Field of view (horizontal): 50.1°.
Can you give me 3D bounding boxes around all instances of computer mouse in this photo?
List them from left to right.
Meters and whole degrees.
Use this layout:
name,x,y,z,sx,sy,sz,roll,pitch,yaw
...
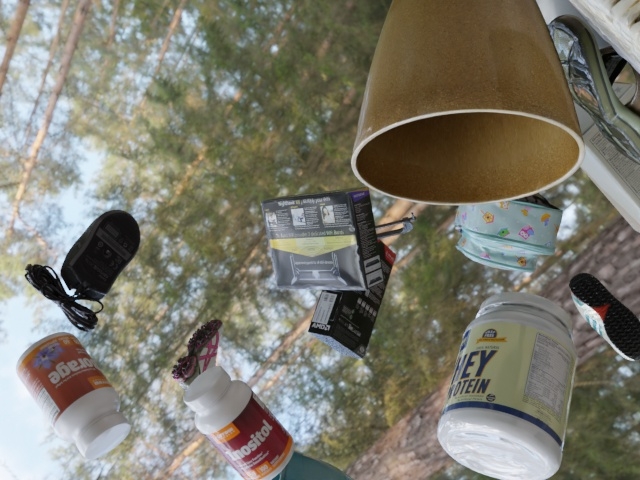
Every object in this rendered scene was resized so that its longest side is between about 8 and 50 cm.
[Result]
name,x,y,z,sx,sy,sz,roll,pitch,yaw
computer mouse,-0.500,0.044,1.484,0.188,0.072,0.272,52,-129,-27

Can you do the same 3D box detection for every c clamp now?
name,x,y,z,sx,sy,sz,roll,pitch,yaw
c clamp,0.181,-0.037,1.812,0.137,0.161,0.022,38,-141,-65

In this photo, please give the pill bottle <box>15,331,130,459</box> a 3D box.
name,x,y,z,sx,sy,sz,roll,pitch,yaw
pill bottle,-0.436,0.277,1.221,0.216,0.121,0.121,44,-146,22

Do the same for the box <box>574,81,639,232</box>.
name,x,y,z,sx,sy,sz,roll,pitch,yaw
box,0.610,-0.151,1.331,0.311,0.148,0.121,44,-175,-19

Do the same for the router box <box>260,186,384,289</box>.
name,x,y,z,sx,sy,sz,roll,pitch,yaw
router box,0.000,0.000,1.736,0.081,0.309,0.242,-20,-77,-47

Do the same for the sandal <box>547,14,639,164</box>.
name,x,y,z,sx,sy,sz,roll,pitch,yaw
sandal,0.382,-0.194,0.881,0.303,0.086,0.120,33,-161,-37

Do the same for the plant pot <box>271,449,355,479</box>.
name,x,y,z,sx,sy,sz,roll,pitch,yaw
plant pot,-0.009,0.624,1.533,0.255,0.271,0.271,19,-142,-9

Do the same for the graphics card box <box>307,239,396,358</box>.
name,x,y,z,sx,sy,sz,roll,pitch,yaw
graphics card box,0.107,0.162,2.155,0.233,0.094,0.370,40,-118,-50

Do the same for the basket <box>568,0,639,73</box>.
name,x,y,z,sx,sy,sz,roll,pitch,yaw
basket,0.412,-0.234,0.542,0.331,0.328,0.266,28,-150,-29

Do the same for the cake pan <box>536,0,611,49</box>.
name,x,y,z,sx,sy,sz,roll,pitch,yaw
cake pan,0.379,-0.346,1.007,0.293,0.054,0.293,18,-149,-11

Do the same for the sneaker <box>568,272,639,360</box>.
name,x,y,z,sx,sy,sz,roll,pitch,yaw
sneaker,0.467,0.126,1.111,0.161,0.057,0.075,56,-175,27

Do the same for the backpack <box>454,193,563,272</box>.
name,x,y,z,sx,sy,sz,roll,pitch,yaw
backpack,0.312,-0.024,1.145,0.166,0.144,0.188,14,-179,2

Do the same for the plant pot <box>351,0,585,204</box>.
name,x,y,z,sx,sy,sz,roll,pitch,yaw
plant pot,0.154,-0.197,0.754,0.237,0.237,0.254,13,-111,-32

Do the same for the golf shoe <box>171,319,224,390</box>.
name,x,y,z,sx,sy,sz,roll,pitch,yaw
golf shoe,-0.278,0.272,1.619,0.086,0.068,0.186,55,-131,-34

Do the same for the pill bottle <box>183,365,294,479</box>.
name,x,y,z,sx,sy,sz,roll,pitch,yaw
pill bottle,-0.109,0.242,0.906,0.152,0.086,0.086,53,-149,-18

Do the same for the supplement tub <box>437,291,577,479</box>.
name,x,y,z,sx,sy,sz,roll,pitch,yaw
supplement tub,0.387,0.290,1.388,0.235,0.235,0.324,32,-126,-9
